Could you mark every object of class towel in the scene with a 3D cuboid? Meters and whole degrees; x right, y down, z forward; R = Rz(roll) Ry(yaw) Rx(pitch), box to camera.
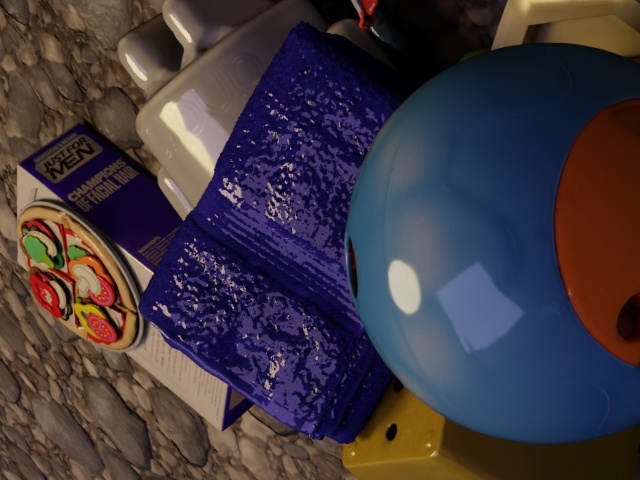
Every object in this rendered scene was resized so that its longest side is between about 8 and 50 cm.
[{"bbox_3d":[0.000,0.000,1.500,0.227,0.076,0.308,31,108,4],"label":"towel"}]

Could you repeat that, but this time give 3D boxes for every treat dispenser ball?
[{"bbox_3d":[0.161,0.002,1.285,0.288,0.288,0.288,31,141,28],"label":"treat dispenser ball"}]

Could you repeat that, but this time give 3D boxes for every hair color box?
[{"bbox_3d":[-0.193,0.040,2.030,0.339,0.110,0.185,36,145,19],"label":"hair color box"}]

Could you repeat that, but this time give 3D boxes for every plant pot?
[{"bbox_3d":[0.141,0.149,1.580,0.187,0.212,0.212,21,159,-29],"label":"plant pot"}]

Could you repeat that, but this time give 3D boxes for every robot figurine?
[{"bbox_3d":[-0.029,-0.079,1.636,0.353,0.200,0.300,52,133,-2],"label":"robot figurine"}]

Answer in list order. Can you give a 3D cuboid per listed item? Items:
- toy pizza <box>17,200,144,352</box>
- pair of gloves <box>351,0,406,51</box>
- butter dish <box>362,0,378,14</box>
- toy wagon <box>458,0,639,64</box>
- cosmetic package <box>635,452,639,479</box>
[{"bbox_3d":[-0.277,0.047,2.010,0.201,0.032,0.201,31,141,28],"label":"toy pizza"},{"bbox_3d":[0.012,-0.230,1.507,0.159,0.023,0.198,57,-171,11],"label":"pair of gloves"},{"bbox_3d":[0.083,-0.277,1.402,0.160,0.118,0.160,-103,21,-44],"label":"butter dish"},{"bbox_3d":[0.259,-0.053,1.443,0.267,0.068,0.344,0,123,50],"label":"toy wagon"},{"bbox_3d":[0.229,0.261,1.766,0.117,0.085,0.231,44,144,10],"label":"cosmetic package"}]
